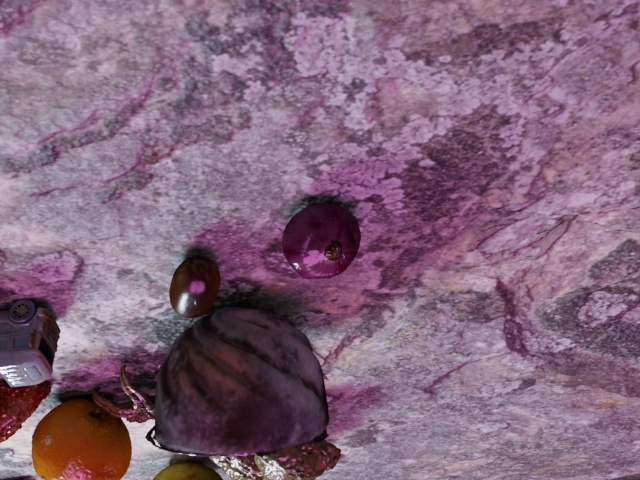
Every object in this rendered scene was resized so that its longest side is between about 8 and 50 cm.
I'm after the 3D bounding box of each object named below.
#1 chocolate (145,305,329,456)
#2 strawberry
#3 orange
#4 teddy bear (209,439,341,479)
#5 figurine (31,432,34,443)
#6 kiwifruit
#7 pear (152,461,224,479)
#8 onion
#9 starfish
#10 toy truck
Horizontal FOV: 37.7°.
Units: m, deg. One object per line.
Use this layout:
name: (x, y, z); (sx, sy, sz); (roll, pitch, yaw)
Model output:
chocolate: (-0.136, 0.214, 1.527); (0.304, 0.212, 0.303); (0, -176, 0)
strawberry: (-0.617, 0.337, 1.736); (0.175, 0.106, 0.236); (19, 139, -34)
orange: (-0.448, 0.388, 1.774); (0.193, 0.193, 0.161); (27, 112, -40)
teddy bear: (-0.087, 0.455, 1.957); (0.267, 0.156, 0.256); (15, 140, -26)
figurine: (-0.537, 0.404, 1.886); (0.083, 0.071, 0.066); (0, 106, -22)
kiwifruit: (-0.191, 0.072, 1.426); (0.075, 0.075, 0.124); (2, 143, -12)
pear: (-0.300, 0.593, 2.087); (0.198, 0.197, 0.197); (-4, 147, -3)
onion: (0.000, 0.000, 1.333); (0.115, 0.115, 0.104); (12, -172, -25)
starfish: (-0.348, 0.300, 1.757); (0.146, 0.074, 0.190); (5, 148, -26)
toy truck: (-0.550, 0.186, 1.483); (0.257, 0.140, 0.108); (-5, 146, 0)
